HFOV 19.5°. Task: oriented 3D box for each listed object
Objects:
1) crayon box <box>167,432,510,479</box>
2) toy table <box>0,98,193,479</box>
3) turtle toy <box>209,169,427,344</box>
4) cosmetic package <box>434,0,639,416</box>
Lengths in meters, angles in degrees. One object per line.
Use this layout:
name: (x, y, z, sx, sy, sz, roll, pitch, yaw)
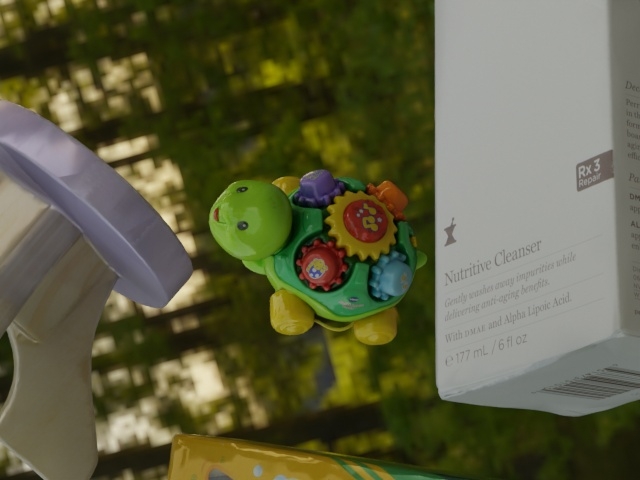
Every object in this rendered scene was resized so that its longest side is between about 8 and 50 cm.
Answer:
crayon box: (0.002, 0.234, 1.149, 0.083, 0.323, 0.203, 15, -99, -55)
toy table: (-0.204, 0.024, 1.193, 0.252, 0.161, 0.274, 40, 169, 1)
turtle toy: (0.000, 0.000, 1.012, 0.066, 0.130, 0.095, 129, 143, -55)
cosmetic package: (0.204, -0.078, 1.407, 0.217, 0.156, 0.385, -27, 59, 51)
